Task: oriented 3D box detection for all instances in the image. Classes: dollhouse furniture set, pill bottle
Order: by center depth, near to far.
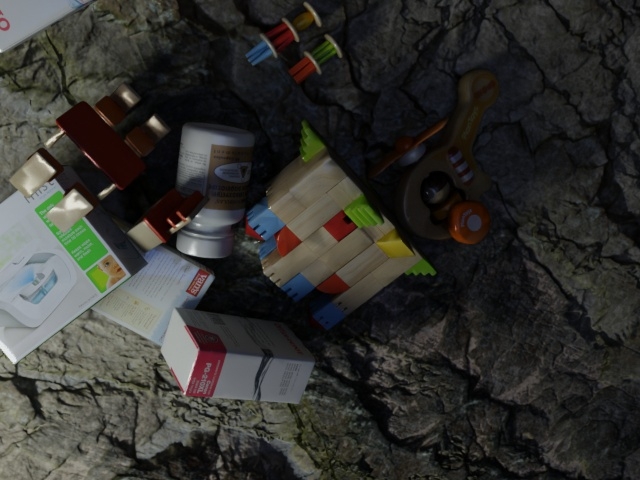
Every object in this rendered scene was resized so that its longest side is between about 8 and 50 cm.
[{"bbox_3d":[-0.322,-0.117,1.304,0.135,0.262,0.259,-31,108,37],"label":"dollhouse furniture set"},{"bbox_3d":[-0.197,-0.091,1.432,0.131,0.131,0.229,6,103,-15],"label":"pill bottle"}]

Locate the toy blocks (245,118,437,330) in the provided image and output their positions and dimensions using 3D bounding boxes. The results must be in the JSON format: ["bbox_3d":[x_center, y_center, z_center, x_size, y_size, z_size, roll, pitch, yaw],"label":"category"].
[{"bbox_3d":[0.000,0.000,1.495,0.261,0.190,0.381,-38,119,12],"label":"toy blocks"}]

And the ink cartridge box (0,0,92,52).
[{"bbox_3d":[-0.437,-0.477,1.264,0.306,0.131,0.226,-29,109,2],"label":"ink cartridge box"}]

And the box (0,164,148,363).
[{"bbox_3d":[-0.481,0.036,1.369,0.262,0.127,0.231,-36,96,5],"label":"box"}]

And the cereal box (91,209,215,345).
[{"bbox_3d":[-0.343,0.075,1.486,0.240,0.047,0.173,33,95,-19],"label":"cereal box"}]

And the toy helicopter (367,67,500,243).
[{"bbox_3d":[0.241,-0.176,1.526,0.235,0.140,0.355,24,85,-21],"label":"toy helicopter"}]

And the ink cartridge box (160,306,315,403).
[{"bbox_3d":[-0.155,0.216,1.477,0.237,0.172,0.100,11,105,-29],"label":"ink cartridge box"}]

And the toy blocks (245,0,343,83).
[{"bbox_3d":[-0.051,-0.342,1.441,0.148,0.054,0.123,-37,109,-2],"label":"toy blocks"}]
